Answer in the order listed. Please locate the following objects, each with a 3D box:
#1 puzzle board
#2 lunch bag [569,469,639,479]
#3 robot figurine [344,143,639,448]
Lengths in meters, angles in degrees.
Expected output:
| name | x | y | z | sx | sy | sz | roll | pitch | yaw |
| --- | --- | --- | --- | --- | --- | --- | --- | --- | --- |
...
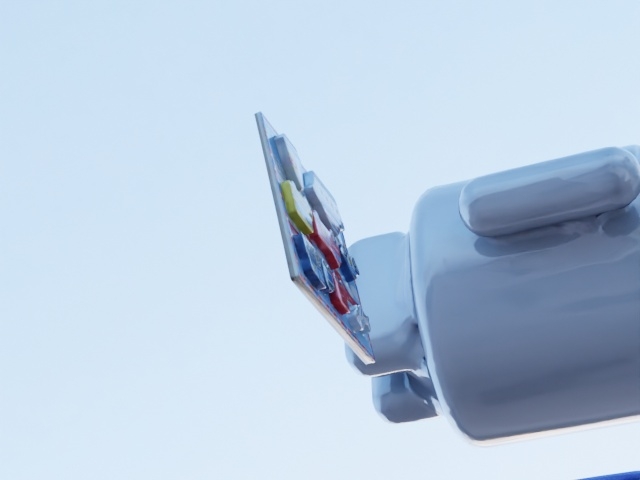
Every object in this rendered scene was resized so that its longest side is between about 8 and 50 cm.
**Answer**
| name | x | y | z | sx | sy | sz | roll | pitch | yaw |
| --- | --- | --- | --- | --- | --- | --- | --- | --- | --- |
| puzzle board | 0.000 | 0.000 | 0.988 | 0.011 | 0.096 | 0.128 | -18 | -27 | 11 |
| lunch bag | 0.035 | 0.152 | 0.598 | 0.219 | 0.176 | 0.090 | -8 | -65 | 15 |
| robot figurine | 0.196 | 0.038 | 1.397 | 0.353 | 0.199 | 0.300 | -11 | -34 | 13 |
